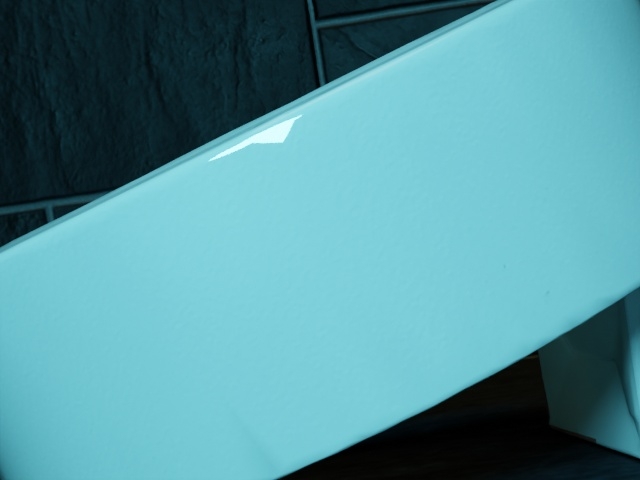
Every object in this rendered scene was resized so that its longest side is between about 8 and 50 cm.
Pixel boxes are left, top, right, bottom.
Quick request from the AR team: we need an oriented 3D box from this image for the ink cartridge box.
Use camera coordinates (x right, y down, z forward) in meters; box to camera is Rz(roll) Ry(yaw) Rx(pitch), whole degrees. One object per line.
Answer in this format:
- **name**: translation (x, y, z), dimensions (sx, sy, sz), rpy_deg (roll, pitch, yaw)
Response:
- **ink cartridge box**: translation (0.189, 0.027, 0.687), dimensions (0.198, 0.067, 0.115), rpy_deg (-9, 1, -10)

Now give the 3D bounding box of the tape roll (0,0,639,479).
- **tape roll**: translation (0.000, 0.000, 0.675), dimensions (0.286, 0.100, 0.286), rpy_deg (-26, 3, 2)
